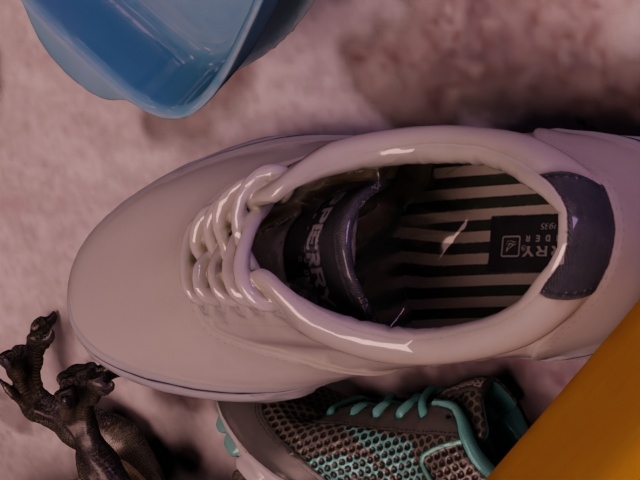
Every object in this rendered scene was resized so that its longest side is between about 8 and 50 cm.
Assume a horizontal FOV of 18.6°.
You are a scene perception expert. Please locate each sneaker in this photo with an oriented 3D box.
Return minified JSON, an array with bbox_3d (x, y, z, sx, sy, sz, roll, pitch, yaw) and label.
[{"bbox_3d":[0.038,0.074,0.684,0.166,0.065,0.076,28,113,24],"label":"sneaker"},{"bbox_3d":[0.000,0.000,0.628,0.258,0.091,0.094,-10,75,38],"label":"sneaker"}]

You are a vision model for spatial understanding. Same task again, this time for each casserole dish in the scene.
[{"bbox_3d":[-0.043,-0.124,0.603,0.114,0.037,0.188,43,134,16],"label":"casserole dish"}]

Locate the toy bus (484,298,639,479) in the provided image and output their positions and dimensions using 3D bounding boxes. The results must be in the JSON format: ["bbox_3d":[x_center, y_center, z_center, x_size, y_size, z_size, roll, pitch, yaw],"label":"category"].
[{"bbox_3d":[0.119,0.090,0.530,0.130,0.108,0.333,30,125,-7],"label":"toy bus"}]

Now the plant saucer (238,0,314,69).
[{"bbox_3d":[-0.056,-0.151,0.654,0.195,0.037,0.195,21,125,33],"label":"plant saucer"}]

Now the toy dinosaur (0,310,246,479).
[{"bbox_3d":[-0.087,0.096,0.799,0.268,0.064,0.118,0,118,45],"label":"toy dinosaur"}]
